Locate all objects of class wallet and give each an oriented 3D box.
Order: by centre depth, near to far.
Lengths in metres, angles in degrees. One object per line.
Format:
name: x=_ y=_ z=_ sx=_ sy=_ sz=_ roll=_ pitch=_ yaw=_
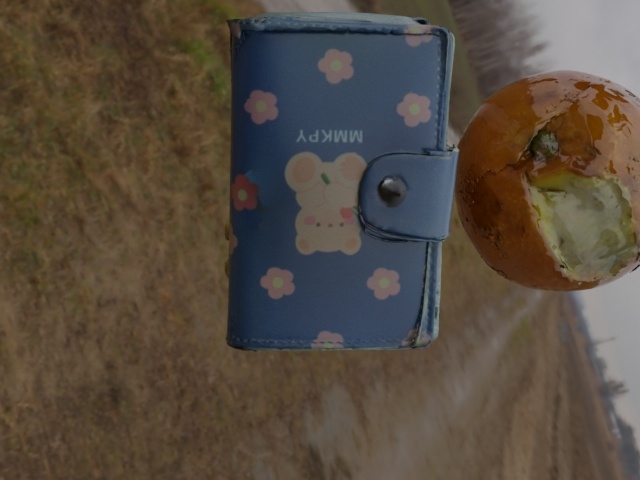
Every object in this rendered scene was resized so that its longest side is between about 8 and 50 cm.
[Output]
wallet: x=0.013 y=-0.035 z=0.580 sx=0.059 sy=0.141 sz=0.202 roll=-116 pitch=-153 yaw=-77

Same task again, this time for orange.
orange: x=0.258 y=-0.063 z=1.023 sx=0.240 sy=0.240 sz=0.240 roll=-19 pitch=90 yaw=-77

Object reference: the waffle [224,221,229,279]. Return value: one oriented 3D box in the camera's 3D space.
waffle: x=0.000 y=0.000 z=0.986 sx=0.160 sy=0.211 sz=0.055 roll=69 pitch=-19 yaw=-3
